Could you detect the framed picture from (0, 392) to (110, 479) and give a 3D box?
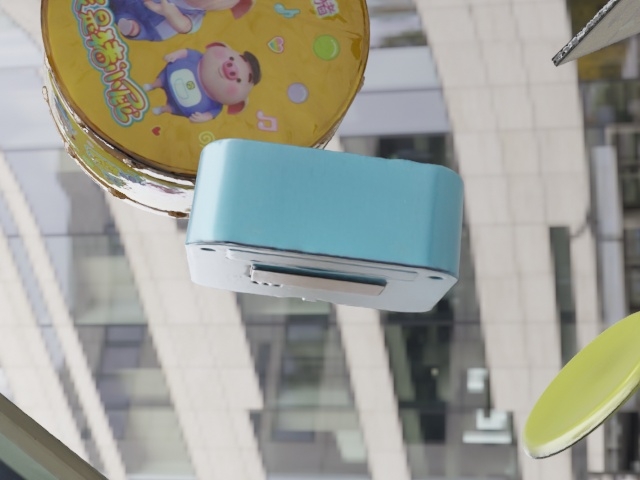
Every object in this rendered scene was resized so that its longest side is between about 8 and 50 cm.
[{"bbox_3d":[-0.440,0.210,1.416,0.326,0.446,0.028,-50,2,30],"label":"framed picture"}]

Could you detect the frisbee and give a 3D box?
[{"bbox_3d":[0.317,0.162,1.684,0.017,0.236,0.236,45,-156,-5],"label":"frisbee"}]

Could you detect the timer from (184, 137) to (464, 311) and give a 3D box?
[{"bbox_3d":[0.000,0.000,1.293,0.250,0.232,0.091,108,168,-75],"label":"timer"}]

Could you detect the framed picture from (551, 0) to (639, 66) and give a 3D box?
[{"bbox_3d":[0.445,-0.322,1.724,0.339,0.255,0.014,-25,-105,-41],"label":"framed picture"}]

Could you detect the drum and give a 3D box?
[{"bbox_3d":[-0.154,-0.244,1.877,0.214,0.431,0.431,129,144,-73],"label":"drum"}]
